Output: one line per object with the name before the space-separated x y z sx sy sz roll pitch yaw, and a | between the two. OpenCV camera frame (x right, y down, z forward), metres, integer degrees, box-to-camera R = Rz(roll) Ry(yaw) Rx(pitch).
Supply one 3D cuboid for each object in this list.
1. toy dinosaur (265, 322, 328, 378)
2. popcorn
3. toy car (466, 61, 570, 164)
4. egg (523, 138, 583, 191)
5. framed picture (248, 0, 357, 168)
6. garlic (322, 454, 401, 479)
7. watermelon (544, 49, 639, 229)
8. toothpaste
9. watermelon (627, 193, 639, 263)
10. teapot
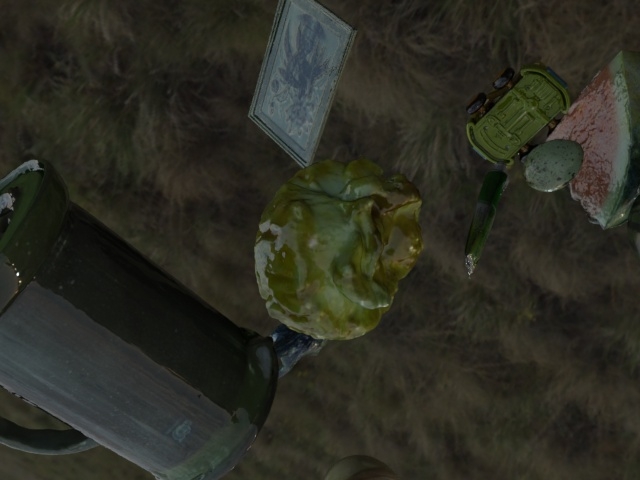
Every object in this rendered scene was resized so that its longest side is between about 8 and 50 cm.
toy dinosaur | -0.024 0.148 1.250 0.076 0.363 0.147 51 131 8
popcorn | 0.020 0.010 0.907 0.184 0.221 0.204 7 136 30
toy car | 0.458 -0.301 1.807 0.200 0.142 0.248 44 119 -7
egg | 0.403 -0.132 1.348 0.085 0.110 0.085 49 -177 -3
framed picture | -0.034 -0.243 1.158 0.173 0.010 0.231 44 129 35
garlic | 0.105 0.495 1.570 0.207 0.128 0.115 22 134 -20
watermelon | 0.546 -0.190 1.465 0.232 0.193 0.310 -124 18 -83
toothpaste | 0.314 -0.048 1.485 0.047 0.248 0.078 13 152 22
watermelon | 0.623 -0.020 1.301 0.212 0.212 0.212 22 150 13
teapot | -0.220 0.118 0.759 0.270 0.200 0.337 -40 122 13
